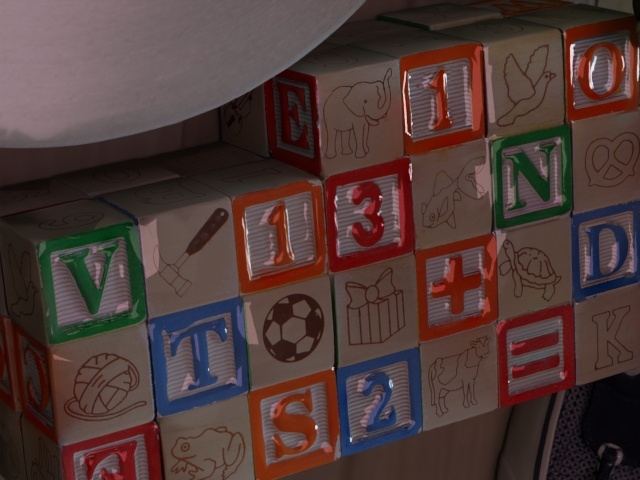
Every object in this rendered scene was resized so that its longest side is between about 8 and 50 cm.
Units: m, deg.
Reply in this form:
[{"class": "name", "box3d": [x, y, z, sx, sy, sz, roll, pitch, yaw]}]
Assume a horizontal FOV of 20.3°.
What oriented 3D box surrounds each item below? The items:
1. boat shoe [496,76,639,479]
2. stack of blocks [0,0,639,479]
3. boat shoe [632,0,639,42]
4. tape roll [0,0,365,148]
[{"class": "boat shoe", "box3d": [0.194, 0.075, 0.882, 0.127, 0.158, 0.341, 4, 101, -32]}, {"class": "stack of blocks", "box3d": [0.000, 0.000, 0.785, 0.297, 0.087, 0.171, -14, 110, -28]}, {"class": "boat shoe", "box3d": [0.207, -0.170, 0.830, 0.285, 0.102, 0.092, -39, 103, -45]}, {"class": "tape roll", "box3d": [-0.110, -0.228, 0.651, 0.392, 0.072, 0.392, -6, 103, -28]}]
